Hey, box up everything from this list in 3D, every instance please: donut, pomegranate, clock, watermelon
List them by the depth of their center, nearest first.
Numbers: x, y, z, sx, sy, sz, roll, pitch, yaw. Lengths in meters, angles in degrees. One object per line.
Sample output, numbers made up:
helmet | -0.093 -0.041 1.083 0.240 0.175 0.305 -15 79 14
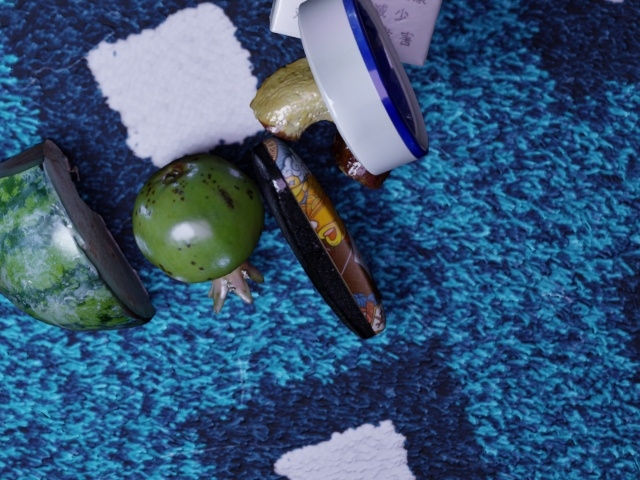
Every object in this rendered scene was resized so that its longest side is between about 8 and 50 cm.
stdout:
clock | 0.052 -0.195 1.597 0.083 0.230 0.230 -22 111 15
donut | 0.020 -0.164 1.780 0.217 0.085 0.141 25 108 -10
pomegranate | -0.153 -0.007 1.798 0.181 0.181 0.224 -21 131 5
watermelon | -0.346 0.026 1.816 0.224 0.180 0.305 -2 125 46

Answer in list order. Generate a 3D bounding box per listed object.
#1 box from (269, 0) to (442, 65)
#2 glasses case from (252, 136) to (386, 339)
box | 0.073 -0.407 1.683 0.210 0.095 0.330 12 112 -7
glasses case | 0.000 0.000 1.811 0.082 0.122 0.321 -31 116 -2
